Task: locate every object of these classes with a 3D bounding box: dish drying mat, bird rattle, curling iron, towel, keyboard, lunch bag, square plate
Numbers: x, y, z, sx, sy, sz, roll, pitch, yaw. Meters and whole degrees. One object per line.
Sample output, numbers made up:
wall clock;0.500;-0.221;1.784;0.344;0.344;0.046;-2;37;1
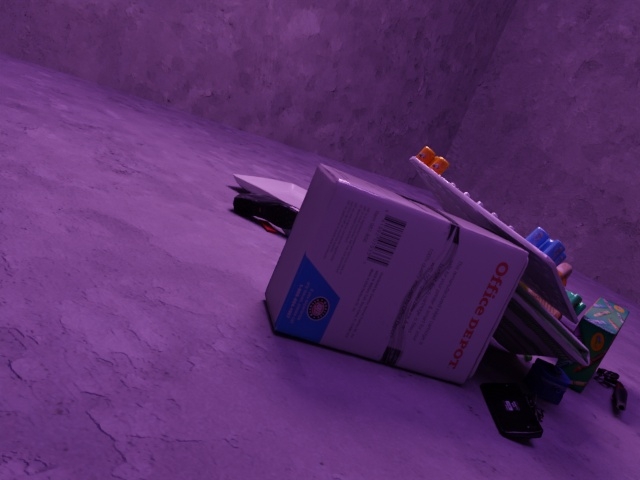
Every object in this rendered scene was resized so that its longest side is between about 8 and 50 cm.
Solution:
dish drying mat;-0.144;-0.039;1.723;0.032;0.008;0.083;14;15;-29
bird rattle;0.734;0.158;2.014;0.254;0.206;0.143;-3;46;-43
curling iron;0.694;0.358;1.489;0.068;0.035;0.274;22;12;16
towel;0.409;0.174;1.354;0.248;0.038;0.325;42;-12;-3
keyboard;0.354;0.314;1.139;0.100;0.038;0.192;0;14;4
lunch bag;0.480;0.293;1.326;0.067;0.065;0.098;22;13;-3
square plate;-0.069;-0.120;2.065;0.347;0.049;0.344;30;15;29

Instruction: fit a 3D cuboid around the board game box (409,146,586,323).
board game box;0.398;-0.009;1.383;0.390;0.050;0.390;45;2;36

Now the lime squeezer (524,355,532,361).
lime squeezer;0.486;0.229;1.651;0.110;0.058;0.310;-14;28;-16

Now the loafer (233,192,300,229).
loafer;-0.132;-0.087;1.733;0.223;0.076;0.078;16;24;18

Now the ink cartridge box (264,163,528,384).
ink cartridge box;0.135;0.066;1.168;0.395;0.285;0.166;20;13;-17

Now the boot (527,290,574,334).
boot;0.625;0.211;1.715;0.207;0.090;0.248;27;-8;-17

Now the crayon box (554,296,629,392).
crayon box;0.661;0.247;1.534;0.081;0.165;0.278;31;20;26

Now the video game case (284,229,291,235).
video game case;0.000;0.000;1.769;0.207;0.026;0.227;17;14;-23
